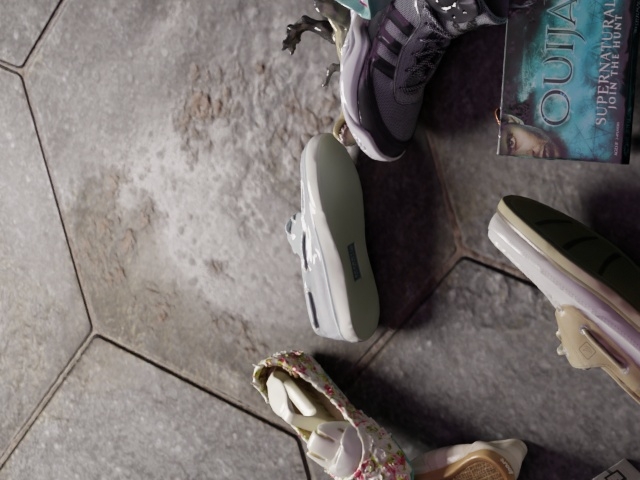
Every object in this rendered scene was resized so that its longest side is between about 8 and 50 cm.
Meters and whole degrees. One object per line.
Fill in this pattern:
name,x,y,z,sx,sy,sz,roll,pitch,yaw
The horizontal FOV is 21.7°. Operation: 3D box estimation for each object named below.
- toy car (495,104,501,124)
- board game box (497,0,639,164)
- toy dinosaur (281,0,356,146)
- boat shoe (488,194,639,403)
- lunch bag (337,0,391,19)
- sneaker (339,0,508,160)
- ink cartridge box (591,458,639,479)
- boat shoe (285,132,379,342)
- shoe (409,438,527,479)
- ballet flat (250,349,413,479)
toy car,0.227,-0.099,1.594,0.122,0.040,0.060,46,105,23
board game box,0.231,-0.167,1.550,0.126,0.026,0.186,5,94,28
toy dinosaur,0.015,-0.236,1.717,0.118,0.064,0.268,10,107,24
boat shoe,0.267,0.077,1.562,0.302,0.113,0.103,41,118,22
lunch bag,0.050,-0.368,1.466,0.160,0.223,0.262,34,155,36
sneaker,0.108,-0.198,1.622,0.153,0.101,0.269,16,109,37
ink cartridge box,0.273,0.248,1.620,0.028,0.083,0.048,46,126,20
boat shoe,0.001,0.000,1.775,0.081,0.079,0.228,-3,103,35
shoe,0.133,0.259,1.760,0.219,0.058,0.076,-28,104,43
ballet flat,0.002,0.202,1.790,0.241,0.077,0.091,41,114,42
